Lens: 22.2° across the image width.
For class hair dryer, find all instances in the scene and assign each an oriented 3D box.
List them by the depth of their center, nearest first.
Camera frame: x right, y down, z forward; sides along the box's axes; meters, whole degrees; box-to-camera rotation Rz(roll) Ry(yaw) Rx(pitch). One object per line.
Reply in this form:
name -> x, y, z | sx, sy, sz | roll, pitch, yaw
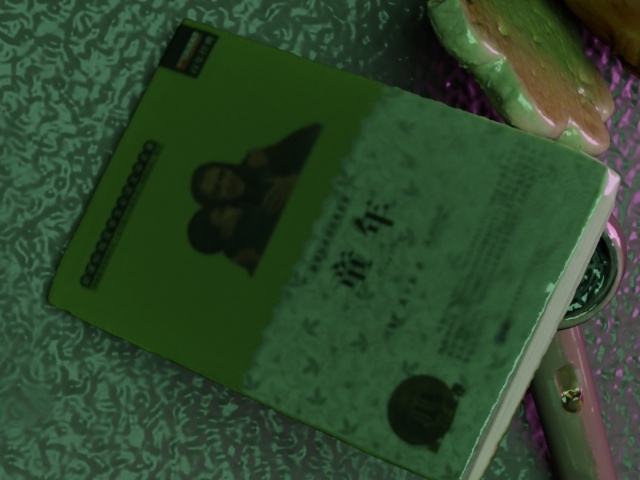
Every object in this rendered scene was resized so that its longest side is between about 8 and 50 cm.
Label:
hair dryer -> 0.186, 0.097, 1.229 | 0.107, 0.189, 0.344 | -21, 111, -4

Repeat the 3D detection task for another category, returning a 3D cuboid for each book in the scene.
book -> 0.000, 0.000, 1.114 | 0.352, 0.035, 0.239 | 22, 81, 24

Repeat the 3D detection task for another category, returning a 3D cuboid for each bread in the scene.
bread -> 0.149, -0.141, 1.199 | 0.039, 0.251, 0.182 | -34, 105, 24

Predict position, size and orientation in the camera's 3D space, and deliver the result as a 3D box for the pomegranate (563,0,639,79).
pomegranate -> 0.295, -0.237, 1.218 | 0.264, 0.264, 0.264 | 0, 89, -19
